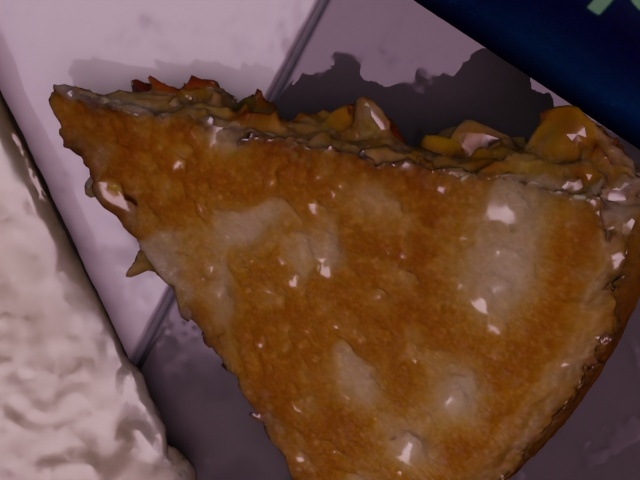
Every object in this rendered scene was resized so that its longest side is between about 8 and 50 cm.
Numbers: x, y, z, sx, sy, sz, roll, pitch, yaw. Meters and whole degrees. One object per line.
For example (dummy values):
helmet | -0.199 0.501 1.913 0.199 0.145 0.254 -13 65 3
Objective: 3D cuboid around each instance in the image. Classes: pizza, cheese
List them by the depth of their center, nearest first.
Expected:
cheese | -0.157 -0.073 0.531 0.085 0.034 0.400 -25 104 -1
pizza | 0.000 0.000 0.538 0.199 0.062 0.188 36 123 -2

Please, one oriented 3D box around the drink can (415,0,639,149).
drink can | 0.130 -0.076 0.500 0.205 0.118 0.118 32 100 -9
